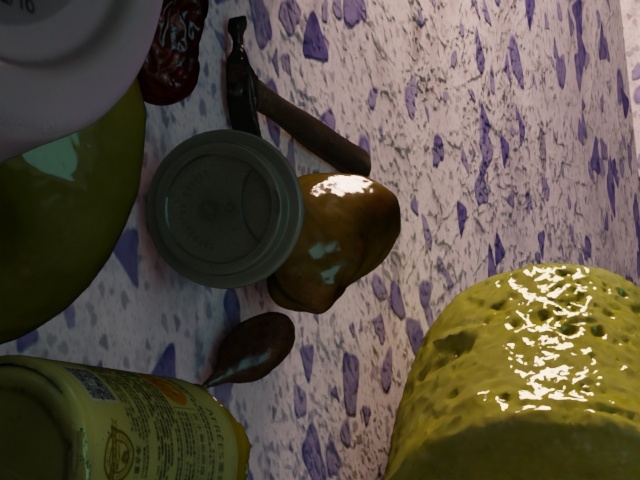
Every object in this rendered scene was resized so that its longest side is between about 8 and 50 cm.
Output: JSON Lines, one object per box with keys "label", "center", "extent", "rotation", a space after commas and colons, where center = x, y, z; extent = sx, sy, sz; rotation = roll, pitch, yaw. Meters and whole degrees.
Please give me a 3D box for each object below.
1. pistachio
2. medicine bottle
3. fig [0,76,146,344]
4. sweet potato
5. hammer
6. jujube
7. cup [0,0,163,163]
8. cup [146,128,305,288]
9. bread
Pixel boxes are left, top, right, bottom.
{"label": "pistachio", "center": [-0.003, -0.002, 1.474], "extent": [0.110, 0.100, 0.189], "rotation": [58, 36, -6]}
{"label": "medicine bottle", "center": [-0.137, 0.138, 1.066], "extent": [0.239, 0.124, 0.124], "rotation": [20, 66, -67]}
{"label": "fig", "center": [-0.203, -0.040, 0.840], "extent": [0.230, 0.207, 0.207], "rotation": [-23, 107, -49]}
{"label": "sweet potato", "center": [-0.063, 0.094, 1.371], "extent": [0.117, 0.049, 0.049], "rotation": [-34, 117, -54]}
{"label": "hammer", "center": [-0.016, -0.105, 1.555], "extent": [0.297, 0.027, 0.125], "rotation": [28, 59, -65]}
{"label": "jujube", "center": [-0.117, -0.164, 1.254], "extent": [0.077, 0.077, 0.129], "rotation": [-23, 110, -67]}
{"label": "cup", "center": [-0.254, -0.091, 0.520], "extent": [0.253, 0.371, 0.253], "rotation": [41, 42, -52]}
{"label": "cup", "center": [-0.061, -0.025, 1.313], "extent": [0.141, 0.120, 0.120], "rotation": [-10, 94, -76]}
{"label": "bread", "center": [0.232, 0.209, 1.689], "extent": [0.308, 0.348, 0.348], "rotation": [-81, 154, -44]}
